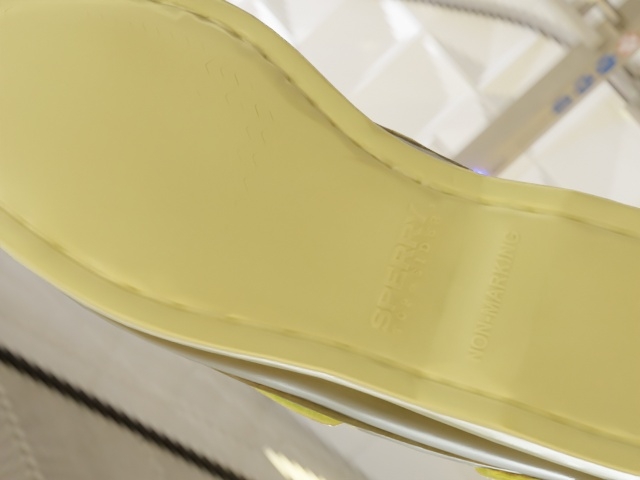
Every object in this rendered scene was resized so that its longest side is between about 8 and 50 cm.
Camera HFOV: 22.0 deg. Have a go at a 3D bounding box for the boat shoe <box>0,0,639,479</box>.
[{"bbox_3d":[-0.002,0.004,0.536,0.305,0.109,0.091,23,163,4],"label":"boat shoe"}]
